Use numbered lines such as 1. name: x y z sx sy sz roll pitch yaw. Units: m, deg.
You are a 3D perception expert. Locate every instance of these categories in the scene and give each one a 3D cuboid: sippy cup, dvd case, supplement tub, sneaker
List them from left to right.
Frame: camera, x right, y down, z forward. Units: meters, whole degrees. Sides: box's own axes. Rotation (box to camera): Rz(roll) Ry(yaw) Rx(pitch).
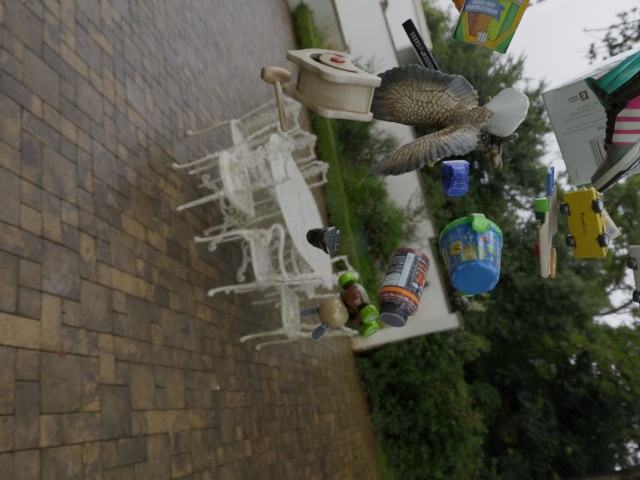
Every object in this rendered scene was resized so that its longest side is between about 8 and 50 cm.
1. sneaker: 0.000 0.000 1.869 0.283 0.124 0.107 25 72 -83
2. supplement tub: 0.211 0.122 1.275 0.106 0.106 0.198 66 39 -49
3. dvd case: 0.273 -0.401 1.189 0.238 0.029 0.179 15 49 -65
4. sippy cup: 0.558 0.068 1.817 0.305 0.240 0.224 48 33 -26
5. sneaker: 0.581 -0.248 0.961 0.178 0.124 0.295 47 -43 24

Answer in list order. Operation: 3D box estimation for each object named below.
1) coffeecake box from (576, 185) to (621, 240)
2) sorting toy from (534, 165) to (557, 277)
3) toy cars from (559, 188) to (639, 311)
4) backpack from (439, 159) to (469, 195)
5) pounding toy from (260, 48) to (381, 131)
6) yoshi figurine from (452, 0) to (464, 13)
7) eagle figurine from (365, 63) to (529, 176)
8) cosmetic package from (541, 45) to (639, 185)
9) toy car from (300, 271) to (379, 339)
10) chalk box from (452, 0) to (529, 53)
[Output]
1. coffeecake box: 0.961 -0.091 1.742 0.142 0.068 0.185 44 29 -8
2. sorting toy: 0.600 -0.026 1.331 0.196 0.047 0.348 -57 138 -40
3. toy cars: 0.788 0.019 1.296 0.394 0.087 0.176 48 -42 22
4. backpack: 0.475 -0.216 1.754 0.101 0.098 0.120 -83 171 -71
5. pounding toy: 0.007 -0.284 0.975 0.269 0.154 0.155 43 -47 42
6. yoshi figurine: 0.534 -0.731 1.330 0.203 0.362 0.203 51 25 -11
7. eagle figurine: 0.247 -0.228 1.025 0.226 0.298 0.225 -112 -148 -61
8. cosmetic package: 0.974 -0.414 1.559 0.393 0.329 0.327 -31 101 -37
9. toy car: 0.047 0.208 1.398 0.155 0.188 0.149 57 -15 37
10. chalk box: 0.400 -0.559 1.109 0.132 0.132 0.213 -66 172 -45
